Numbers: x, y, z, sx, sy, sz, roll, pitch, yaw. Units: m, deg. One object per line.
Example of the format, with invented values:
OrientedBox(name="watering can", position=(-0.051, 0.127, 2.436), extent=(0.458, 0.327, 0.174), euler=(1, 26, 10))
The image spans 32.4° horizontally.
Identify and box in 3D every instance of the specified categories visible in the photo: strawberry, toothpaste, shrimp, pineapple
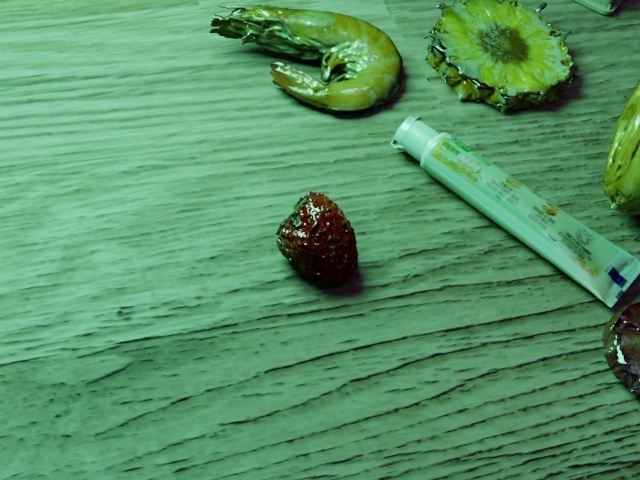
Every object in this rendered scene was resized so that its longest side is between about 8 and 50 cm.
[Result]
OrientedBox(name="strawberry", position=(0.000, 0.000, 1.157), extent=(0.096, 0.083, 0.083), euler=(48, 51, -12))
OrientedBox(name="toothpaste", position=(0.218, -0.042, 1.246), extent=(0.314, 0.058, 0.056), euler=(38, 10, 16))
OrientedBox(name="shrimp", position=(-0.016, -0.231, 1.359), extent=(0.249, 0.068, 0.150), euler=(17, 54, -2))
OrientedBox(name="pineapple", position=(0.235, -0.245, 1.429), extent=(0.221, 0.047, 0.221), euler=(6, 52, -8))

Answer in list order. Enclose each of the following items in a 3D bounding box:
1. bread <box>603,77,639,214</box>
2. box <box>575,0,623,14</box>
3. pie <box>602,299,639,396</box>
OrientedBox(name="bread", position=(0.412, -0.138, 1.263), extent=(0.120, 0.198, 0.236), euler=(26, 50, 5))
OrientedBox(name="box", position=(0.380, -0.382, 1.555), extent=(0.122, 0.062, 0.089), euler=(31, 52, 17))
OrientedBox(name="pie", position=(0.370, 0.116, 1.146), extent=(0.154, 0.036, 0.154), euler=(5, 49, -6))
